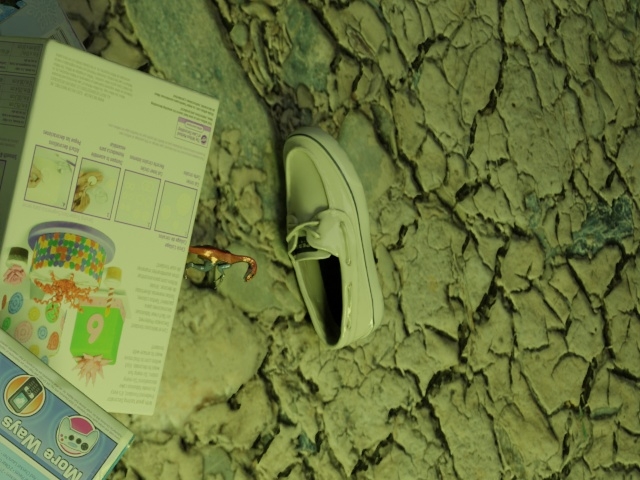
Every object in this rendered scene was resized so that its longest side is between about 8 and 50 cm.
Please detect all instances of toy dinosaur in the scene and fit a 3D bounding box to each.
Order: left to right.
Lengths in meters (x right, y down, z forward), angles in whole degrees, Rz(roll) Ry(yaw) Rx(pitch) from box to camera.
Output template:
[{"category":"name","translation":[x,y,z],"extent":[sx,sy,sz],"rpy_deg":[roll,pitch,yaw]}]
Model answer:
[{"category":"toy dinosaur","translation":[-0.112,0.025,1.532],"extent":[0.082,0.090,0.047],"rpy_deg":[-3,71,-3]}]

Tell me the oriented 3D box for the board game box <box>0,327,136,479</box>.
[{"category":"board game box","translation":[-0.361,0.186,1.101],"extent":[0.308,0.086,0.302],"rpy_deg":[42,69,-17]}]

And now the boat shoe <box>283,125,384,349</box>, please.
[{"category":"boat shoe","translation":[0.000,0.000,1.642],"extent":[0.088,0.096,0.268],"rpy_deg":[-30,113,-49]}]

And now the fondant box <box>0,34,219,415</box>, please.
[{"category":"fondant box","translation":[-0.236,-0.007,1.318],"extent":[0.238,0.096,0.330],"rpy_deg":[15,85,-53]}]

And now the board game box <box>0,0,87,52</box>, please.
[{"category":"board game box","translation":[-0.398,-0.239,1.256],"extent":[0.319,0.066,0.318],"rpy_deg":[-47,117,-48]}]
